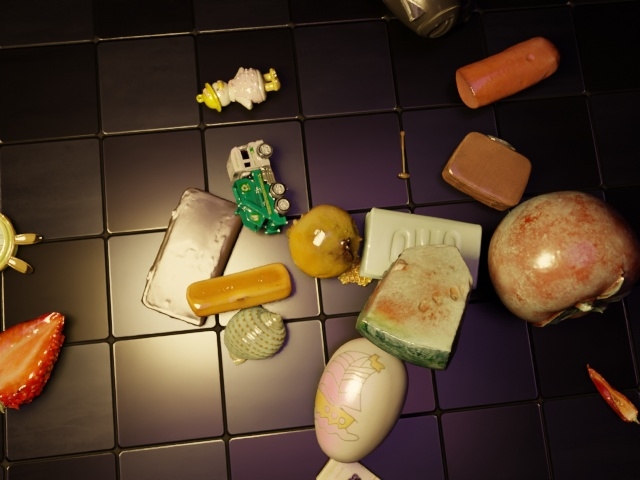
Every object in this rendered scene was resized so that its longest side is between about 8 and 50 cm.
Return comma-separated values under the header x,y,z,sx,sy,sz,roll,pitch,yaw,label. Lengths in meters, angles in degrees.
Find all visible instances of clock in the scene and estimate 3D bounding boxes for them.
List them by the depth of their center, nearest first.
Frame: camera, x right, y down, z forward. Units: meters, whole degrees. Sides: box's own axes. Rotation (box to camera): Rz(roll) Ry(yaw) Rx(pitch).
x,y,z,sx,sy,sz,roll,pitch,yaw,label
-0.781,0.010,1.273,0.231,0.069,0.170,13,81,-2,clock

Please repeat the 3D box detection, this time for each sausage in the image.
x,y,z,sx,sy,sz,roll,pitch,yaw,label
0.474,-0.422,1.369,0.259,0.113,0.114,-23,83,-4,sausage

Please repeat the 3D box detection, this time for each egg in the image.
x,y,z,sx,sy,sz,roll,pitch,yaw,label
0.082,0.346,1.199,0.196,0.196,0.271,35,79,3,egg

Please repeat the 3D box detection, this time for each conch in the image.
x,y,z,sx,sy,sz,roll,pitch,yaw,label
-0.157,0.212,1.259,0.153,0.102,0.135,-31,69,-6,conch

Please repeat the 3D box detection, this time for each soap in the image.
x,y,z,sx,sy,sz,roll,pitch,yaw,label
0.234,0.024,1.296,0.265,0.087,0.160,9,81,-4,soap

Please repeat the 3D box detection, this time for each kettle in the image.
x,y,z,sx,sy,sz,roll,pitch,yaw,label
0.266,-0.653,1.362,0.268,0.207,0.290,-30,90,-34,kettle

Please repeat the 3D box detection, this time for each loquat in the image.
x,y,z,sx,sy,sz,roll,pitch,yaw,label
0.000,0.000,1.272,0.204,0.149,0.172,17,105,32,loquat

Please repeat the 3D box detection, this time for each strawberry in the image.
x,y,z,sx,sy,sz,roll,pitch,yaw,label
-0.669,0.260,1.233,0.174,0.098,0.228,19,69,16,strawberry

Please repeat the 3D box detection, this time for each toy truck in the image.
x,y,z,sx,sy,sz,roll,pitch,yaw,label
-0.154,-0.120,1.284,0.116,0.110,0.216,-14,80,-22,toy truck

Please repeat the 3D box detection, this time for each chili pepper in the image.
x,y,z,sx,sy,sz,roll,pitch,yaw,label
0.692,0.368,1.305,0.045,0.027,0.178,-42,86,-11,chili pepper

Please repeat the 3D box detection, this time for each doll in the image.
x,y,z,sx,sy,sz,roll,pitch,yaw,label
-0.203,-0.371,1.347,0.207,0.081,0.129,-15,64,-2,doll

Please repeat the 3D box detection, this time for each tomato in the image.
x,y,z,sx,sy,sz,roll,pitch,yaw,label
0.530,0.044,1.203,0.316,0.317,0.283,-13,64,-4,tomato

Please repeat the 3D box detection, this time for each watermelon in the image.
x,y,z,sx,sy,sz,roll,pitch,yaw,label
0.215,0.123,1.144,0.228,0.387,0.258,26,94,12,watermelon

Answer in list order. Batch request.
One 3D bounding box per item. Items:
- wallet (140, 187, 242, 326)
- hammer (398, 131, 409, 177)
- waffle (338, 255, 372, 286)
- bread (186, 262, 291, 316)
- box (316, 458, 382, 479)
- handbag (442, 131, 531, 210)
x,y,z,sx,sy,sz,roll,pitch,yaw,label
-0.302,0.037,1.303,0.165,0.042,0.310,20,83,-1,wallet
0.208,-0.216,1.376,0.029,0.014,0.123,1,79,-11,hammer
0.088,0.076,1.326,0.085,0.016,0.078,20,82,-2,waffle
-0.187,0.117,1.260,0.239,0.074,0.093,-12,59,-16,bread
0.083,0.562,1.253,0.167,0.024,0.090,38,82,3,box
0.415,-0.174,1.349,0.193,0.072,0.151,30,81,3,handbag
